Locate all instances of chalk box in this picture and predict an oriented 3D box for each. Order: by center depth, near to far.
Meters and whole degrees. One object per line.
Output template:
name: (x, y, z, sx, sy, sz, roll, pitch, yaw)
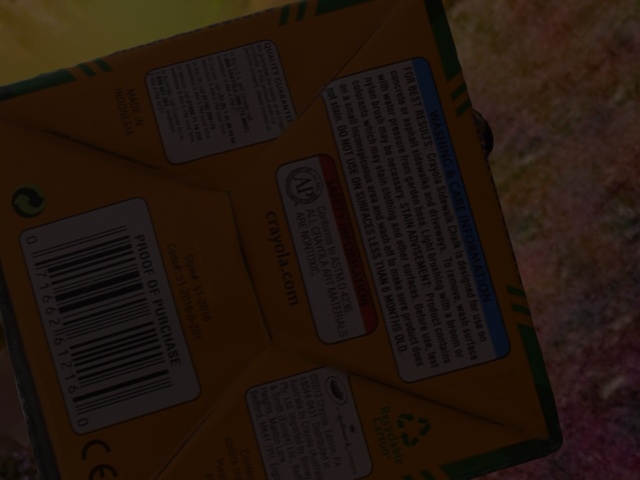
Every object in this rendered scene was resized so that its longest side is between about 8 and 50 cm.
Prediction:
chalk box: (-0.021, 0.025, 0.477, 0.179, 0.180, 0.289, -16, -5, -1)

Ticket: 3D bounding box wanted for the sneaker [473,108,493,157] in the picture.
sneaker: (0.000, 0.000, 1.011, 0.410, 0.158, 0.182, -26, 43, 5)
